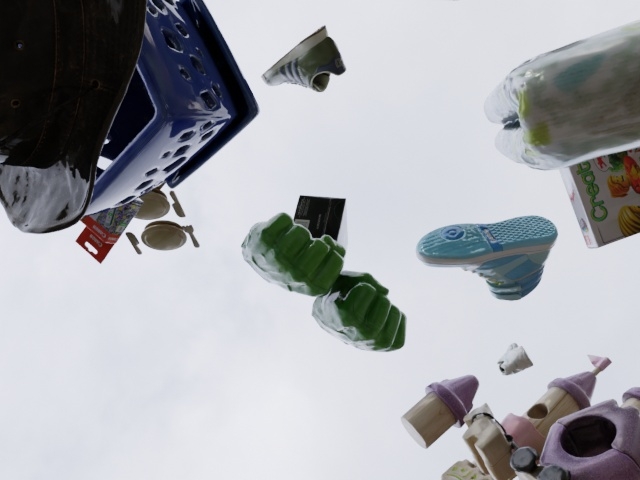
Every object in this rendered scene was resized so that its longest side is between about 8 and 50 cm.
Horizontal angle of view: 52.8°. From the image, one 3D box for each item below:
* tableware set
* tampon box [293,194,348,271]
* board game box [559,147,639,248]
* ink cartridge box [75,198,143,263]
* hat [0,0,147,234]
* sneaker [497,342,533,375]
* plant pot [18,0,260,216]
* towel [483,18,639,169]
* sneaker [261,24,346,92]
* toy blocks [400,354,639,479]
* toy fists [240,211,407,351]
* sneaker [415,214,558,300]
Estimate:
[{"bbox_3d":[-0.307,-0.044,1.202,0.128,0.194,0.039,-7,-123,1],"label":"tableware set"},{"bbox_3d":[0.000,0.000,1.387,0.101,0.161,0.120,5,-128,9],"label":"tampon box"},{"bbox_3d":[0.511,-0.160,1.123,0.193,0.053,0.305,-20,-90,-1],"label":"board game box"},{"bbox_3d":[-0.317,-0.029,0.942,0.063,0.029,0.115,37,-84,17],"label":"ink cartridge box"},{"bbox_3d":[-0.295,-0.169,0.566,0.134,0.331,0.331,2,-88,-47],"label":"hat"},{"bbox_3d":[0.383,0.241,1.295,0.061,0.152,0.053,-32,-104,5],"label":"sneaker"},{"bbox_3d":[-0.232,-0.193,0.842,0.212,0.236,0.236,-17,-104,-56],"label":"plant pot"},{"bbox_3d":[0.300,-0.133,0.510,0.321,0.374,0.090,-17,-85,13],"label":"towel"},{"bbox_3d":[-0.027,-0.280,1.079,0.064,0.192,0.086,-45,-75,-30],"label":"sneaker"},{"bbox_3d":[0.281,0.212,0.635,0.260,0.288,0.309,-36,-72,-16],"label":"toy blocks"},{"bbox_3d":[0.012,0.065,0.926,0.279,0.142,0.096,43,-103,-17],"label":"toy fists"},{"bbox_3d":[0.375,0.066,1.475,0.319,0.127,0.208,-6,-51,-1],"label":"sneaker"}]
